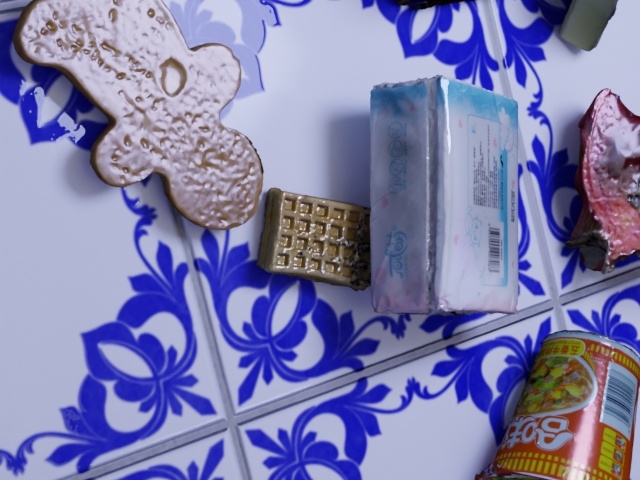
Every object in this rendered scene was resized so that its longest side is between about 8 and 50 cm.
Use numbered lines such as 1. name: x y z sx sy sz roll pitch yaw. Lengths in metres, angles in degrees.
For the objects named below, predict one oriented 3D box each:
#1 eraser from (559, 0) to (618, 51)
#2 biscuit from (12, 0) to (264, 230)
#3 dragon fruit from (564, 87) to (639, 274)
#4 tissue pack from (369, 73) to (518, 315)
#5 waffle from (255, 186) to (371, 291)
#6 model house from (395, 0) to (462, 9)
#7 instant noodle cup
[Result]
1. eraser: 0.362 -0.331 1.851 0.058 0.172 0.117 25 72 6
2. biscuit: -0.184 -0.151 1.574 0.216 0.047 0.339 -49 113 -22
3. dragon fruit: 0.400 -0.051 1.893 0.262 0.134 0.211 41 78 -7
4. tissue pack: 0.147 -0.046 1.703 0.201 0.124 0.271 5 83 -52
5. waffle: 0.000 0.000 1.679 0.148 0.042 0.102 12 81 -31
6. model house: 0.221 -0.414 1.709 0.297 0.317 0.282 36 65 -11
7. instant noodle cup: 0.309 0.231 1.790 0.193 0.193 0.212 32 63 -26
